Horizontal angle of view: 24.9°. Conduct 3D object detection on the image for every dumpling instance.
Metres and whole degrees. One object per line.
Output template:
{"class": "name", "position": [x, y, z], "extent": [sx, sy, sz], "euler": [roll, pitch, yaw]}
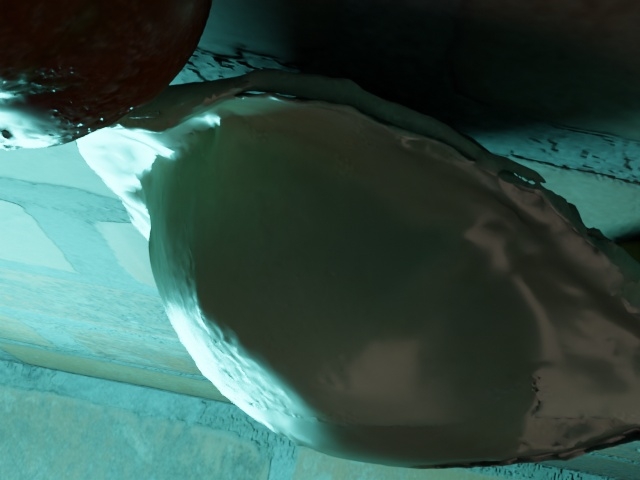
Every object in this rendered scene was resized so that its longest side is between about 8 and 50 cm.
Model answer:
{"class": "dumpling", "position": [-0.002, -0.001, 0.730], "extent": [0.260, 0.181, 0.341], "euler": [47, 177, -37]}

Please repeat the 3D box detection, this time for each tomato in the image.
{"class": "tomato", "position": [-0.163, -0.097, 0.568], "extent": [0.237, 0.095, 0.237], "euler": [11, 169, 2]}

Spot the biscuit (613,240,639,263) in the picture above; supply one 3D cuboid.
{"class": "biscuit", "position": [0.275, 0.044, 0.946], "extent": [0.262, 0.037, 0.262], "euler": [10, 168, 2]}
